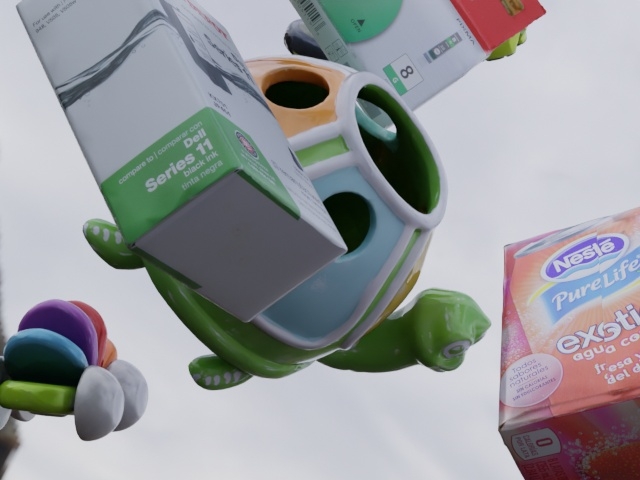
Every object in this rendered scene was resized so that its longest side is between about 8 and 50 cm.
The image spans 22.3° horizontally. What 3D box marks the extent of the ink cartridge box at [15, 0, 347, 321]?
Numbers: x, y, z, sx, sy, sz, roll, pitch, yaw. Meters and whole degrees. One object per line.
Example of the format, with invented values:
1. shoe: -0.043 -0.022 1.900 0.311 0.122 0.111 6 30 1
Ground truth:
1. ink cartridge box: -0.088 -0.071 1.020 0.153 0.087 0.208 36 21 -58

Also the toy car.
1. toy car: -0.265 0.127 1.658 0.159 0.136 0.182 5 2 13

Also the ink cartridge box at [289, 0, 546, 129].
1. ink cartridge box: 0.091 -0.231 1.476 0.181 0.224 0.056 56 -22 -3

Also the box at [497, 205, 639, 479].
1. box: 0.220 0.135 0.938 0.142 0.154 0.300 -17 -54 20

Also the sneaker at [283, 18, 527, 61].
1. sneaker: 0.099 -0.265 1.857 0.111 0.300 0.121 -122 -155 -44

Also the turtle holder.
1. turtle holder: -0.010 0.000 1.319 0.227 0.243 0.320 -26 -86 28
